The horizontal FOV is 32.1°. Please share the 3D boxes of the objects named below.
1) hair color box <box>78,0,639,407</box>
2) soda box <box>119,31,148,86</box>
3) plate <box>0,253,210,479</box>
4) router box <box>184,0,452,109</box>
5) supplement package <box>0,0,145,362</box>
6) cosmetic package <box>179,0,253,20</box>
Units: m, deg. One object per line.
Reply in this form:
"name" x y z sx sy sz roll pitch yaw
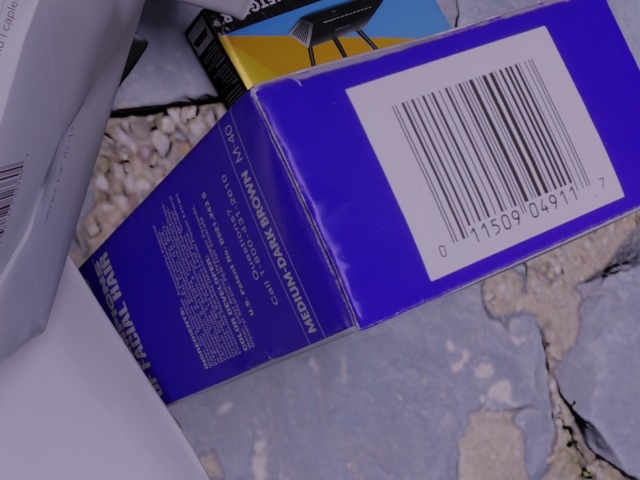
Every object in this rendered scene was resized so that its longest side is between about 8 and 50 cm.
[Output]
"hair color box" 0.000 0.000 0.586 0.185 0.339 0.110 -21 84 -28
"soda box" -0.194 -0.149 0.695 0.169 0.060 0.053 38 64 -11
"plate" -0.238 0.092 0.570 0.277 0.045 0.278 -23 60 -28
"router box" 0.013 -0.130 0.795 0.179 0.046 0.133 -30 90 -29
"supplement package" -0.219 -0.059 0.513 0.203 0.149 0.194 20 102 4
"cosmetic package" -0.202 -0.289 0.636 0.385 0.156 0.217 14 41 -22
